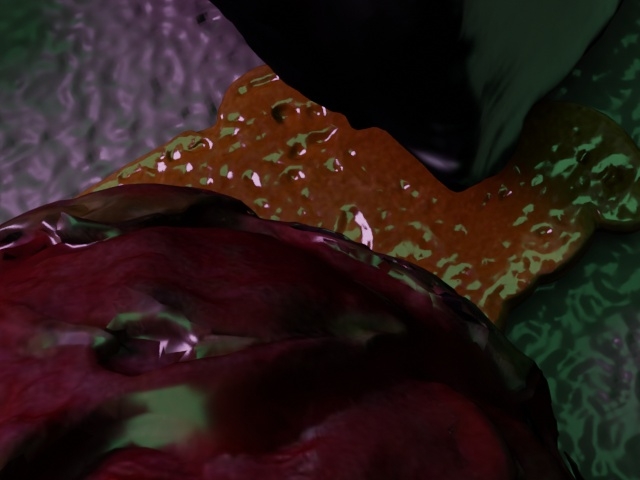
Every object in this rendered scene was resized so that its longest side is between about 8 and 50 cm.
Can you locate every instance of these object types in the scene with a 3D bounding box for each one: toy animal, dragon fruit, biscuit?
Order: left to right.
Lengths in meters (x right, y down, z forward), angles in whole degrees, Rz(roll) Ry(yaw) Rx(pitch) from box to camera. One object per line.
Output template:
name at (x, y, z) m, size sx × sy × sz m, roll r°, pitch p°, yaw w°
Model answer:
dragon fruit at (-0.050, 0.137, 0.477) m, size 0.329 × 0.329 × 0.329 m, roll -2°, pitch 75°, yaw 8°
biscuit at (0.000, 0.000, 0.643) m, size 0.280 × 0.043 × 0.183 m, roll -12°, pitch 67°, yaw 10°
toy animal at (0.002, -0.174, 0.590) m, size 0.266 × 0.212 × 0.212 m, roll 35°, pitch 83°, yaw 24°
